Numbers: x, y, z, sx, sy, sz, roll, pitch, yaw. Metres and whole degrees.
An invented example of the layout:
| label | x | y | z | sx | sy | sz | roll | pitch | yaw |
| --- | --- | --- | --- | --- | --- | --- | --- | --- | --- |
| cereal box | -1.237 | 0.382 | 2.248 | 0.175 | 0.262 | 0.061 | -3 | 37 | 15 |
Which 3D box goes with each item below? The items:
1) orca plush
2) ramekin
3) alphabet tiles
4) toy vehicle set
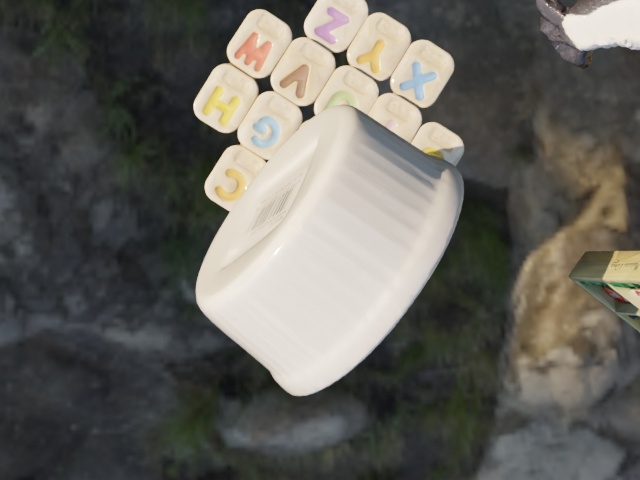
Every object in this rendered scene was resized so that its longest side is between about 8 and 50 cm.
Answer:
| label | x | y | z | sx | sy | sz | roll | pitch | yaw |
| --- | --- | --- | --- | --- | --- | --- | --- | --- | --- |
| orca plush | 0.310 | -0.166 | 1.086 | 0.287 | 0.102 | 0.151 | -9 | 114 | 49 |
| ramekin | 0.000 | 0.000 | 1.431 | 0.135 | 0.277 | 0.277 | 37 | 136 | -16 |
| alphabet tiles | 0.010 | -0.125 | 1.612 | 0.284 | 0.278 | 0.021 | 33 | -178 | -3 |
| toy vehicle set | 0.366 | 0.072 | 1.460 | 0.166 | 0.035 | 0.267 | 37 | 173 | -9 |
